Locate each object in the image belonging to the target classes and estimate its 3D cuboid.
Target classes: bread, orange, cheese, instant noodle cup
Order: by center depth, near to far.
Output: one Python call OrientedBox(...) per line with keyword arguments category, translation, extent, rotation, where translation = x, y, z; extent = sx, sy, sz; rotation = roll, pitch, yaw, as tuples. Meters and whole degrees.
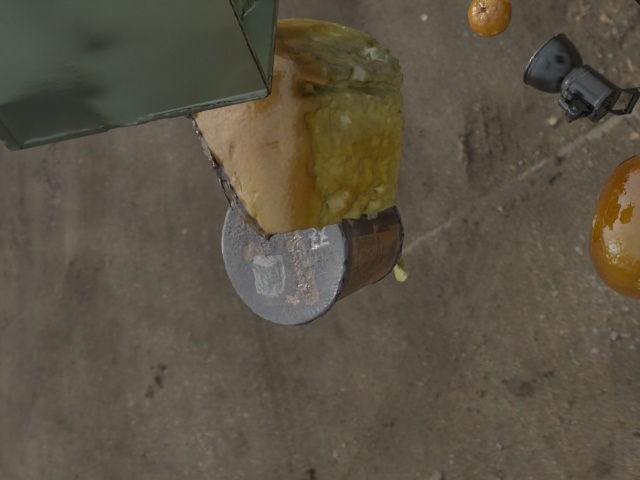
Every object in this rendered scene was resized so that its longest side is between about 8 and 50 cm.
OrientedBox(category="bread", translation=(-0.029, -0.139, 0.848), extent=(0.262, 0.204, 0.162), rotation=(61, 141, 16))
OrientedBox(category="orange", translation=(0.345, -0.015, 0.849), extent=(0.124, 0.156, 0.156), rotation=(21, 88, 24))
OrientedBox(category="instant noodle cup", translation=(0.000, 0.000, 1.221), extent=(0.218, 0.207, 0.217), rotation=(6, 100, 33))
OrientedBox(category="orange", translation=(0.305, -0.409, 1.497), extent=(0.083, 0.070, 0.083), rotation=(5, 97, 41))
OrientedBox(category="cheese", translation=(0.179, 0.054, 1.878), extent=(0.044, 0.030, 0.083), rotation=(4, 112, 62))

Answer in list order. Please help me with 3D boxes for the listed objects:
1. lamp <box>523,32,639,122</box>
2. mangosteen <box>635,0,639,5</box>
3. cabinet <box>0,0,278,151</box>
OrientedBox(category="lamp", translation=(0.602, -0.358, 1.937), extent=(0.172, 0.147, 0.227), rotation=(-31, 62, -25))
OrientedBox(category="mangosteen", translation=(0.654, -0.510, 1.387), extent=(0.330, 0.330, 0.330), rotation=(-13, 67, 33))
OrientedBox(category="cabinet", translation=(-0.151, -0.182, 0.593), extent=(0.206, 0.145, 0.150), rotation=(-10, 49, 12))
